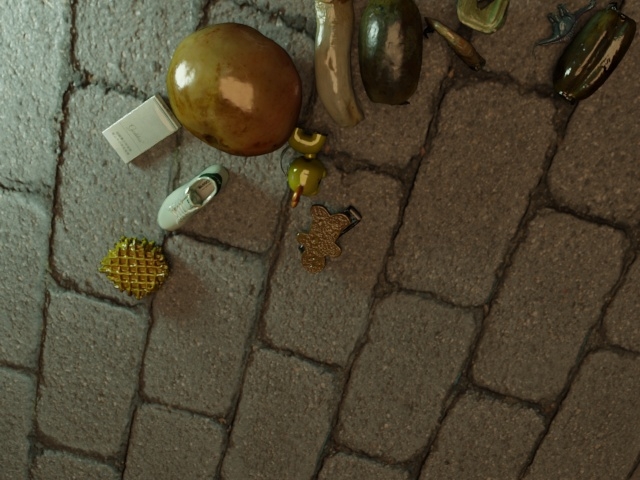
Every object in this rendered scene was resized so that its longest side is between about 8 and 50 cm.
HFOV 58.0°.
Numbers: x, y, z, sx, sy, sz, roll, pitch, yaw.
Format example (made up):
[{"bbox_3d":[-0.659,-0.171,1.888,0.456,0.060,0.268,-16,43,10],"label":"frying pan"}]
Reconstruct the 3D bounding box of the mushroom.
[{"bbox_3d":[0.043,-0.458,1.471,0.123,0.095,0.350,-12,113,-10],"label":"mushroom"}]

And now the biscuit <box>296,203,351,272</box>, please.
[{"bbox_3d":[0.000,0.000,1.655,0.138,0.031,0.204,19,109,4],"label":"biscuit"}]

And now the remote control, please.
[{"bbox_3d":[0.027,-0.019,1.677,0.212,0.028,0.059,-39,105,17],"label":"remote control"}]

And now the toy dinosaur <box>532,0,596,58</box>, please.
[{"bbox_3d":[0.597,-0.533,1.425,0.197,0.045,0.080,-42,109,8],"label":"toy dinosaur"}]

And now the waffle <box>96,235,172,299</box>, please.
[{"bbox_3d":[-0.549,0.082,1.738,0.197,0.070,0.193,36,109,-13],"label":"waffle"}]

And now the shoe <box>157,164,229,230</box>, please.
[{"bbox_3d":[-0.373,-0.112,1.627,0.265,0.110,0.095,-41,105,15],"label":"shoe"}]

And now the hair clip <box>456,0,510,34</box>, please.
[{"bbox_3d":[0.420,-0.656,1.369,0.139,0.091,0.321,22,101,-6],"label":"hair clip"}]

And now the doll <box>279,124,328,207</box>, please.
[{"bbox_3d":[-0.048,-0.196,1.560,0.136,0.143,0.220,13,105,-3],"label":"doll"}]

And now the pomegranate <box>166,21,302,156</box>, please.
[{"bbox_3d":[-0.195,-0.376,1.416,0.339,0.338,0.337,1,112,3],"label":"pomegranate"}]

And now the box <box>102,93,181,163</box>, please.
[{"bbox_3d":[-0.495,-0.307,1.600,0.198,0.029,0.109,-29,107,15],"label":"box"}]

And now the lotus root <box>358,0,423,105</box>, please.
[{"bbox_3d":[0.171,-0.472,1.422,0.160,0.152,0.274,3,111,11],"label":"lotus root"}]

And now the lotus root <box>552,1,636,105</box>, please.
[{"bbox_3d":[0.666,-0.452,1.413,0.124,0.123,0.241,33,116,4],"label":"lotus root"}]

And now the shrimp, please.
[{"bbox_3d":[0.327,-0.487,1.432,0.219,0.152,0.046,18,113,-46],"label":"shrimp"}]
